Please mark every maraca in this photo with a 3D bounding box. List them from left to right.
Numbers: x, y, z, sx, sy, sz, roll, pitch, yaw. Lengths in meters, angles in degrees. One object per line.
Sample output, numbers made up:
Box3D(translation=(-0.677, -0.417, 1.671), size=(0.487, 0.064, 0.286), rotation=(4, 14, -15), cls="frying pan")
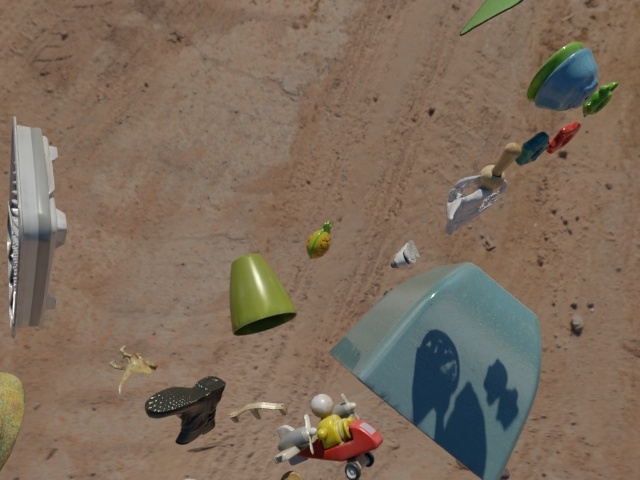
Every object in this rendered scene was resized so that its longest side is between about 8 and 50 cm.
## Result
Box3D(translation=(0.000, 0.000, 1.956), size=(0.099, 0.127, 0.185), rotation=(26, 76, 17), cls="maraca")

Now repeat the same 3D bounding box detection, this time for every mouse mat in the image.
Box3D(translation=(0.320, -0.419, 0.723), size=(0.007, 0.190, 0.152), rotation=(39, 90, -16), cls="mouse mat")

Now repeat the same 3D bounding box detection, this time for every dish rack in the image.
Box3D(translation=(-0.513, -0.017, 0.785), size=(0.072, 0.333, 0.285), rotation=(0, 51, -36), cls="dish rack")

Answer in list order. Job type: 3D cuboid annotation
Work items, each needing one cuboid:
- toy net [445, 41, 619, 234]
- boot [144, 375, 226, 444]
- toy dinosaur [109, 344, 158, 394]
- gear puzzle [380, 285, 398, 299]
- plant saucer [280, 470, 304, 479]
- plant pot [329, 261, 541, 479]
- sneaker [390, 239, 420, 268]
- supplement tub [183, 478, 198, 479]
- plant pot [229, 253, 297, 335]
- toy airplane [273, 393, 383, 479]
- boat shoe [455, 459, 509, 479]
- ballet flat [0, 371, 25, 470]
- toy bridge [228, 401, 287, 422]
Box3D(translation=(0.220, -0.101, 0.500), size=(0.232, 0.122, 0.045), rotation=(-51, 62, 28), cls="toy net")
Box3D(translation=(-0.348, 0.460, 1.136), size=(0.083, 0.247, 0.161), rotation=(19, 98, 32), cls="boot")
Box3D(translation=(-0.448, 0.298, 1.048), size=(0.093, 0.183, 0.053), rotation=(29, 91, 6), cls="toy dinosaur")
Box3D(translation=(0.317, 0.188, 1.061), size=(0.339, 0.175, 0.044), rotation=(24, 98, 18), cls="gear puzzle")
Box3D(translation=(-0.092, 0.802, 1.447), size=(0.084, 0.015, 0.083), rotation=(9, 47, -10), cls="plant saucer")
Box3D(translation=(0.202, 0.177, 0.718), size=(0.247, 0.248, 0.252), rotation=(40, 80, -2), cls="plant pot")
Box3D(translation=(0.371, 0.065, 1.930), size=(0.095, 0.235, 0.090), rotation=(-34, 84, 25), cls="sneaker")
Box3D(translation=(-0.136, 0.454, 0.654), size=(0.200, 0.144, 0.144), rotation=(23, 69, -14), cls="supplement tub")
Box3D(translation=(-0.269, 0.214, 1.845), size=(0.275, 0.274, 0.293), rotation=(-17, 71, -5), cls="plant pot")
Box3D(translation=(-0.003, 0.713, 1.643), size=(0.385, 0.386, 0.272), rotation=(-5, 84, -15), cls="toy airplane")
Box3D(translation=(0.569, 0.788, 1.566), size=(0.092, 0.285, 0.102), rotation=(26, 76, -1), cls="boat shoe")
Box3D(translation=(-0.544, 0.347, 0.623), size=(0.123, 0.123, 0.348), rotation=(8, 53, 5), cls="ballet flat")
Box3D(translation=(-0.201, 0.528, 1.361), size=(0.188, 0.063, 0.026), rotation=(-14, 37, 14), cls="toy bridge")
